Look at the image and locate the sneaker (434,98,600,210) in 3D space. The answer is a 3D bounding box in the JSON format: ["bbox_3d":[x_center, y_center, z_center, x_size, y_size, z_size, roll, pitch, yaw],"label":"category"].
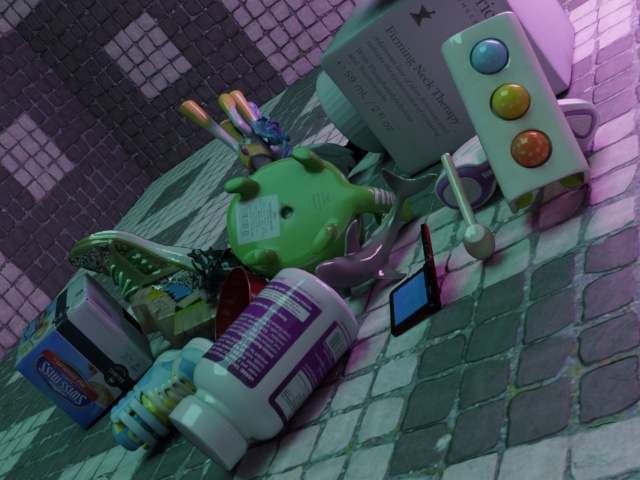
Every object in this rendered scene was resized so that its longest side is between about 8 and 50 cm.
[{"bbox_3d":[0.326,-0.169,1.413,0.305,0.114,0.152,-27,23,36],"label":"sneaker"}]

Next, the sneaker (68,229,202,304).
[{"bbox_3d":[-0.452,0.097,2.065,0.410,0.158,0.182,10,56,12],"label":"sneaker"}]

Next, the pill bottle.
[{"bbox_3d":[-0.090,0.201,1.300,0.301,0.169,0.169,-48,19,-23],"label":"pill bottle"}]

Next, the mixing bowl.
[{"bbox_3d":[-0.123,0.145,1.559,0.181,0.098,0.182,-30,56,58],"label":"mixing bowl"}]

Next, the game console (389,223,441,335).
[{"bbox_3d":[0.141,0.059,1.311,0.085,0.124,0.144,-10,24,7],"label":"game console"}]

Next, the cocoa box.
[{"bbox_3d":[-0.582,0.260,2.050,0.228,0.231,0.347,-43,18,-6],"label":"cocoa box"}]

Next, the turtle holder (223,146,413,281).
[{"bbox_3d":[-0.013,-0.046,1.605,0.320,0.243,0.227,-39,-27,2],"label":"turtle holder"}]

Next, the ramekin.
[{"bbox_3d":[0.118,-0.344,2.011,0.135,0.277,0.277,-40,16,31],"label":"ramekin"}]

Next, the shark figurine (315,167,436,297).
[{"bbox_3d":[0.113,0.014,1.456,0.116,0.166,0.278,24,61,33],"label":"shark figurine"}]

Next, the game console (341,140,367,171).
[{"bbox_3d":[0.091,-0.274,2.255,0.361,0.044,0.213,-48,19,-23],"label":"game console"}]

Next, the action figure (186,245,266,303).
[{"bbox_3d":[-0.172,0.076,1.720,0.164,0.141,0.275,15,14,27],"label":"action figure"}]

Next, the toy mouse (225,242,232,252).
[{"bbox_3d":[-0.219,-0.005,2.268,0.161,0.031,0.143,-48,19,-21],"label":"toy mouse"}]

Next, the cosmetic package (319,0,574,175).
[{"bbox_3d":[0.274,-0.415,1.750,0.393,0.329,0.327,-29,21,34],"label":"cosmetic package"}]

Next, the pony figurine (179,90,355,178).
[{"bbox_3d":[-0.126,-0.190,1.983,0.303,0.363,0.351,-45,-20,12],"label":"pony figurine"}]

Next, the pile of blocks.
[{"bbox_3d":[-0.301,0.181,1.874,0.149,0.113,0.362,-34,26,-24],"label":"pile of blocks"}]

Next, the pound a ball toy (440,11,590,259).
[{"bbox_3d":[0.261,-0.157,1.249,0.208,0.319,0.136,-23,-18,12],"label":"pound a ball toy"}]

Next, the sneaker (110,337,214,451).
[{"bbox_3d":[-0.273,0.297,1.525,0.208,0.127,0.319,-49,10,-30],"label":"sneaker"}]
